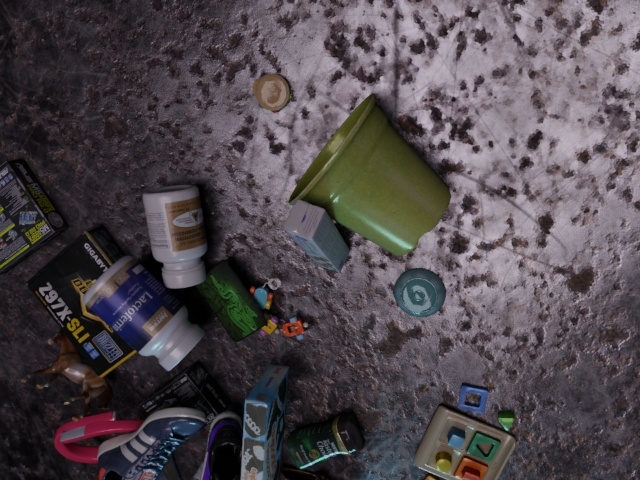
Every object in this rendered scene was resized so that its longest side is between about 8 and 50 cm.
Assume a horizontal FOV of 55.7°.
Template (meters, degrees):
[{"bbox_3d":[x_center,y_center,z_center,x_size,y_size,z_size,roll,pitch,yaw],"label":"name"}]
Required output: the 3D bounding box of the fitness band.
[{"bbox_3d":[-0.568,0.530,1.623,0.290,0.054,0.209,-14,142,10],"label":"fitness band"}]

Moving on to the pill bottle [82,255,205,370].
[{"bbox_3d":[-0.412,0.175,1.432,0.264,0.153,0.153,44,111,-6],"label":"pill bottle"}]

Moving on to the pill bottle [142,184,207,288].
[{"bbox_3d":[-0.338,-0.010,1.438,0.131,0.131,0.230,-2,104,16],"label":"pill bottle"}]

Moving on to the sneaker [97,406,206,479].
[{"bbox_3d":[-0.415,0.532,1.493,0.350,0.148,0.131,-34,134,24],"label":"sneaker"}]

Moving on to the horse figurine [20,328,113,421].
[{"bbox_3d":[-0.648,0.364,1.604,0.263,0.174,0.066,32,124,5],"label":"horse figurine"}]

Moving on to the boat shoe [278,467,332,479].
[{"bbox_3d":[-0.012,0.637,1.557,0.206,0.073,0.073,5,108,13],"label":"boat shoe"}]

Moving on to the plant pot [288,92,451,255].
[{"bbox_3d":[0.117,-0.112,1.241,0.253,0.276,0.276,36,111,-10],"label":"plant pot"}]

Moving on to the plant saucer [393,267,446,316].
[{"bbox_3d":[0.225,0.123,1.382,0.119,0.021,0.120,4,106,14],"label":"plant saucer"}]

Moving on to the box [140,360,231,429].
[{"bbox_3d":[-0.352,0.428,1.589,0.180,0.077,0.147,-37,93,21],"label":"box"}]

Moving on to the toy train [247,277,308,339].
[{"bbox_3d":[-0.104,0.168,1.472,0.125,0.046,0.166,-21,101,18],"label":"toy train"}]

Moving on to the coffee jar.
[{"bbox_3d":[0.015,0.500,1.510,0.184,0.079,0.096,-25,97,19],"label":"coffee jar"}]

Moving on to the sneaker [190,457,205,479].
[{"bbox_3d":[-0.287,0.638,1.608,0.105,0.115,0.281,32,110,5],"label":"sneaker"}]

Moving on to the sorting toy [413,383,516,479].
[{"bbox_3d":[0.339,0.510,1.442,0.195,0.047,0.348,23,110,8],"label":"sorting toy"}]

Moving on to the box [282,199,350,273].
[{"bbox_3d":[0.000,0.000,1.254,0.063,0.324,0.067,21,81,16],"label":"box"}]

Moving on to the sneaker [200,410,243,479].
[{"bbox_3d":[-0.240,0.586,1.486,0.102,0.146,0.294,1,102,-14],"label":"sneaker"}]

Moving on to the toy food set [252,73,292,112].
[{"bbox_3d":[-0.107,-0.329,1.349,0.083,0.020,0.083,-27,97,19],"label":"toy food set"}]

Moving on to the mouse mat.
[{"bbox_3d":[-0.222,0.151,1.487,0.152,0.007,0.190,-35,91,40],"label":"mouse mat"}]

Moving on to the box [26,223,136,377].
[{"bbox_3d":[-0.573,0.161,1.578,0.257,0.079,0.322,-35,94,22],"label":"box"}]

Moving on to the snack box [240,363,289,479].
[{"bbox_3d":[-0.138,0.491,1.490,0.060,0.187,0.322,8,107,11],"label":"snack box"}]

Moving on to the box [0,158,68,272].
[{"bbox_3d":[-0.829,-0.054,1.597,0.270,0.060,0.216,-31,96,21],"label":"box"}]

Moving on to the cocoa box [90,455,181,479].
[{"bbox_3d":[-0.494,0.803,1.648,0.231,0.228,0.347,-13,101,18],"label":"cocoa box"}]
